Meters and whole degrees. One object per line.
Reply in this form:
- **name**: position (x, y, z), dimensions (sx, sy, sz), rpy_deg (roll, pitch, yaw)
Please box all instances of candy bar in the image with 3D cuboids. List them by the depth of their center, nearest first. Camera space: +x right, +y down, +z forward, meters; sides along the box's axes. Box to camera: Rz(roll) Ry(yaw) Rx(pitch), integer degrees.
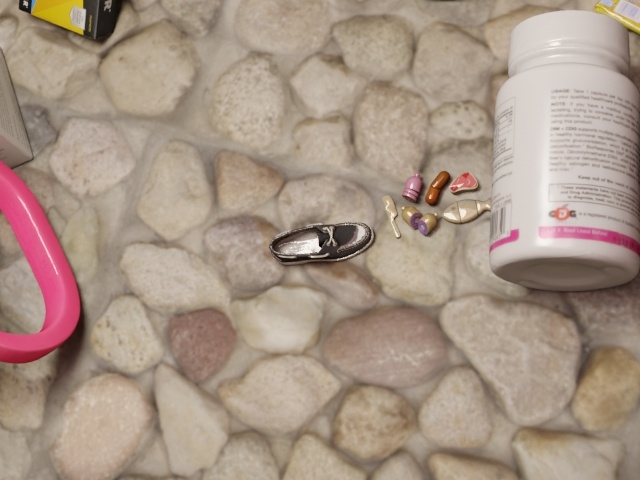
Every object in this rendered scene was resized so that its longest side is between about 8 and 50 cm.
- **candy bar**: position (0.396, -0.251, 1.400), dimensions (0.161, 0.018, 0.040), rpy_deg (33, 80, 22)

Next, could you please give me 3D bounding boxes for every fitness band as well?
- **fitness band**: position (-0.400, 0.013, 1.426), dimensions (0.054, 0.209, 0.290), rpy_deg (-34, 74, 25)

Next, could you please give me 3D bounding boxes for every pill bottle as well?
- **pill bottle**: position (0.272, -0.097, 1.308), dimensions (0.161, 0.160, 0.283), rpy_deg (0, 74, 15)

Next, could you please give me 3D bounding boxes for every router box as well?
- **router box**: position (-0.329, -0.373, 1.563), dimensions (0.133, 0.046, 0.178), rpy_deg (23, 121, 20)

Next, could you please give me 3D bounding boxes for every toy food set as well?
- **toy food set**: position (0.136, -0.050, 1.405), dimensions (0.122, 0.019, 0.077), rpy_deg (-20, 69, 8)

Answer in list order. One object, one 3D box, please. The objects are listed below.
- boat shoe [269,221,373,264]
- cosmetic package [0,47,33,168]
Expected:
- **boat shoe**: position (0.000, 0.000, 1.416), dimensions (0.125, 0.038, 0.046), rpy_deg (-8, 71, 13)
- **cosmetic package**: position (-0.515, -0.213, 1.444), dimensions (0.155, 0.365, 0.196), rpy_deg (-23, 68, 7)
